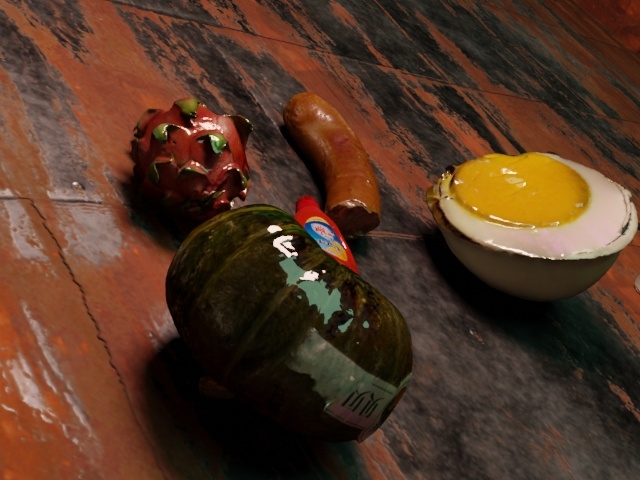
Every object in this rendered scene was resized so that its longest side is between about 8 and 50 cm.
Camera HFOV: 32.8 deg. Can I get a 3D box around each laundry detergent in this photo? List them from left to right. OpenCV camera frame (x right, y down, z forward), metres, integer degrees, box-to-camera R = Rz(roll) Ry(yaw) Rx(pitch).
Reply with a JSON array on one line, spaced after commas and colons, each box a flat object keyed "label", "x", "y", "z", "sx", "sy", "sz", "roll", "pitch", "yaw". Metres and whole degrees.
[{"label": "laundry detergent", "x": 0.000, "y": 0.000, "z": 1.360, "sx": 0.097, "sy": 0.049, "sz": 0.165, "roll": 28, "pitch": 26, "yaw": -26}]

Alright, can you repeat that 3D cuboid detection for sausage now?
[{"label": "sausage", "x": 0.022, "y": -0.106, "z": 1.525, "sx": 0.103, "sy": 0.076, "sz": 0.302, "roll": 22, "pitch": 29, "yaw": -31}]

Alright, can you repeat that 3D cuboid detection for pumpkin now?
[{"label": "pumpkin", "x": -0.041, "y": 0.088, "z": 1.039, "sx": 0.260, "sy": 0.189, "sz": 0.260, "roll": 43, "pitch": -1, "yaw": 1}]

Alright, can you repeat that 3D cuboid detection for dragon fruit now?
[{"label": "dragon fruit", "x": -0.156, "y": -0.104, "z": 1.282, "sx": 0.137, "sy": 0.135, "sz": 0.236, "roll": 15, "pitch": 15, "yaw": -22}]

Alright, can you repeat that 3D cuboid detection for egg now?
[{"label": "egg", "x": 0.292, "y": 0.000, "z": 1.565, "sx": 0.286, "sy": 0.174, "sz": 0.264, "roll": -1, "pitch": 36, "yaw": -12}]

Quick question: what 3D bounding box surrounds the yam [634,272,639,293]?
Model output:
[{"label": "yam", "x": 0.646, "y": 0.080, "z": 1.940, "sx": 0.264, "sy": 0.046, "sz": 0.046, "roll": 4, "pitch": 40, "yaw": -42}]
